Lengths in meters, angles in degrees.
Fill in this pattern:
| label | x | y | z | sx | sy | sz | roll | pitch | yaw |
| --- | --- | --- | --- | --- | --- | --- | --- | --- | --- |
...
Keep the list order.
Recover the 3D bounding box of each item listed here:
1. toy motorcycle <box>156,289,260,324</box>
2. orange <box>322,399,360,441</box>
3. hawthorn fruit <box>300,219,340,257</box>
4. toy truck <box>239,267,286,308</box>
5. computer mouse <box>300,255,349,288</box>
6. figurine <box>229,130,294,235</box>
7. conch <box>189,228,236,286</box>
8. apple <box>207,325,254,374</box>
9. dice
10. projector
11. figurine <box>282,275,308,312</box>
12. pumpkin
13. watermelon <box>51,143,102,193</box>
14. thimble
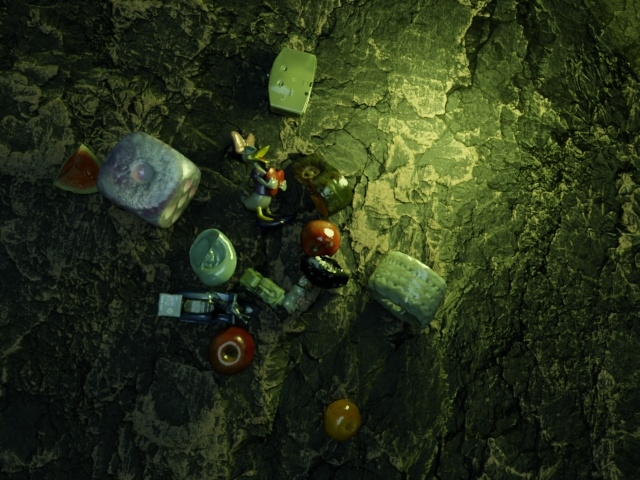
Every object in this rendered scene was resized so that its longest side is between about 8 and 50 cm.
| label | x | y | z | sx | sy | sz | roll | pitch | yaw |
| --- | --- | --- | --- | --- | --- | --- | --- | --- | --- |
| toy motorcycle | -0.403 | 0.253 | 1.584 | 0.357 | 0.212 | 0.125 | 5 | 83 | -8 |
| orange | 0.080 | 0.698 | 1.658 | 0.154 | 0.134 | 0.155 | -5 | 103 | -24 |
| hawthorn fruit | 0.000 | 0.000 | 1.690 | 0.172 | 0.173 | 0.173 | 1 | 84 | -8 |
| toy truck | -0.227 | 0.180 | 1.640 | 0.191 | 0.116 | 0.085 | 31 | 80 | 24 |
| computer mouse | 0.015 | 0.138 | 1.679 | 0.241 | 0.146 | 0.078 | 31 | 47 | -34 |
| figurine | -0.241 | -0.233 | 1.697 | 0.193 | 0.154 | 0.422 | -7 | 94 | 26 |
| conch | -0.417 | 0.069 | 1.647 | 0.184 | 0.121 | 0.222 | 0 | 77 | -4 |
| apple | -0.336 | 0.412 | 1.603 | 0.180 | 0.168 | 0.181 | 2 | 78 | -9 |
| dice | -0.625 | -0.218 | 1.570 | 0.270 | 0.271 | 0.270 | 31 | 81 | -4 |
| projector | -0.131 | -0.658 | 1.779 | 0.193 | 0.088 | 0.270 | 13 | 82 | -6 |
| figurine | -0.095 | 0.220 | 1.714 | 0.146 | 0.081 | 0.098 | -41 | 135 | -15 |
| pumpkin | 0.008 | -0.223 | 1.759 | 0.139 | 0.190 | 0.280 | -35 | 47 | -10 |
| watermelon | -0.902 | -0.253 | 1.629 | 0.145 | 0.137 | 0.193 | 37 | 79 | -39 |
| thimble | 0.342 | 0.196 | 1.675 | 0.291 | 0.291 | 0.195 | 37 | 79 | -3 |
